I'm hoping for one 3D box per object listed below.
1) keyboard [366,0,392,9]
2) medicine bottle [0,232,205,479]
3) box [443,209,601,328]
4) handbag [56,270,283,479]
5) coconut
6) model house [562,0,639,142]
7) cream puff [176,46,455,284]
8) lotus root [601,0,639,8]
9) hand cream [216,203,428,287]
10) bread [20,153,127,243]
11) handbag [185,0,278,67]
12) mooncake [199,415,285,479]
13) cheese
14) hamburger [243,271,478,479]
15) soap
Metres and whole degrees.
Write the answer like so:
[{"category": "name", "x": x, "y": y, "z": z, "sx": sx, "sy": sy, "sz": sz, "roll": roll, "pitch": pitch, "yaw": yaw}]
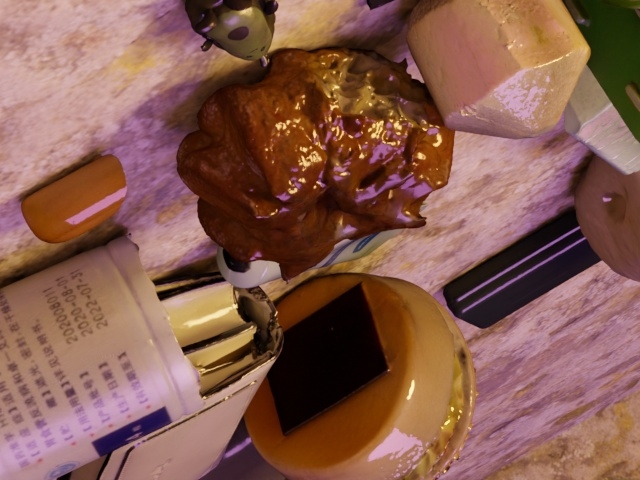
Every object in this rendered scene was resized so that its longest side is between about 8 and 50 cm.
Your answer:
[{"category": "keyboard", "x": 0.128, "y": -0.250, "z": 1.477, "sx": 0.195, "sy": 0.018, "sz": 0.060, "roll": -24, "pitch": 167, "yaw": -9}, {"category": "medicine bottle", "x": -0.296, "y": 0.144, "z": 1.645, "sx": 0.332, "sy": 0.190, "sz": 0.190, "roll": -24, "pitch": 160, "yaw": -9}, {"category": "box", "x": 0.288, "y": 0.040, "z": 2.353, "sx": 0.230, "sy": 0.050, "sz": 0.160, "roll": -32, "pitch": 160, "yaw": 13}, {"category": "handbag", "x": -0.189, "y": 0.185, "z": 1.939, "sx": 0.237, "sy": 0.160, "sz": 0.358, "roll": -21, "pitch": 160, "yaw": -24}, {"category": "coconut", "x": 0.160, "y": -0.161, "z": 1.520, "sx": 0.147, "sy": 0.152, "sz": 0.147, "roll": -24, "pitch": 166, "yaw": -6}, {"category": "model house", "x": 0.459, "y": -0.199, "z": 1.553, "sx": 0.324, "sy": 0.340, "sz": 0.300, "roll": -4, "pitch": 147, "yaw": -47}, {"category": "cream puff", "x": 0.001, "y": -0.078, "z": 1.552, "sx": 0.269, "sy": 0.155, "sz": 0.241, "roll": -16, "pitch": 153, "yaw": -13}, {"category": "lotus root", "x": 0.258, "y": -0.251, "z": 1.378, "sx": 0.186, "sy": 0.186, "sz": 0.186, "roll": -24, "pitch": 160, "yaw": -9}, {"category": "hand cream", "x": 0.000, "y": 0.000, "z": 1.904, "sx": 0.109, "sy": 0.067, "sz": 0.321, "roll": -41, "pitch": 164, "yaw": 31}, {"category": "bread", "x": -0.211, "y": -0.034, "z": 1.522, "sx": 0.103, "sy": 0.049, "sz": 0.062, "roll": -28, "pitch": 160, "yaw": 5}, {"category": "handbag", "x": -0.064, "y": -0.175, "z": 1.365, "sx": 0.072, "sy": 0.047, "sz": 0.111, "roll": -30, "pitch": 158, "yaw": 9}, {"category": "mooncake", "x": -0.095, "y": 0.253, "z": 2.266, "sx": 0.275, "sy": 0.135, "sz": 0.275, "roll": -24, "pitch": 158, "yaw": -10}, {"category": "cheese", "x": 0.444, "y": -0.057, "z": 2.147, "sx": 0.251, "sy": 0.173, "sz": 0.248, "roll": -21, "pitch": 159, "yaw": -32}, {"category": "hamburger", "x": 0.047, "y": 0.182, "z": 2.043, "sx": 0.300, "sy": 0.300, "sz": 0.176, "roll": -36, "pitch": 144, "yaw": 22}, {"category": "soap", "x": 0.340, "y": -0.160, "z": 1.858, "sx": 0.150, "sy": 0.094, "sz": 0.261, "roll": -33, "pitch": 159, "yaw": 16}]
